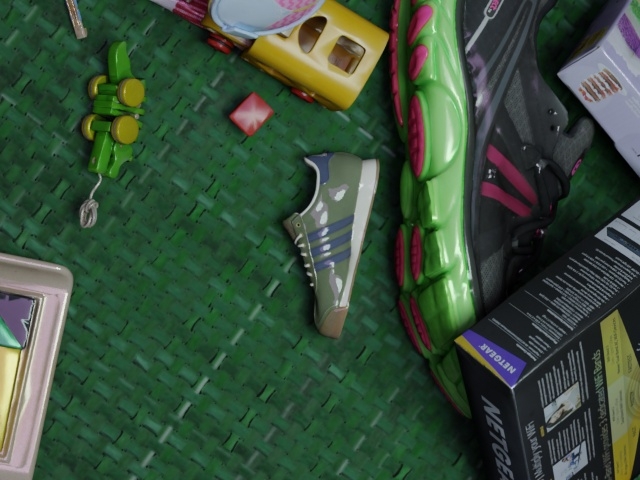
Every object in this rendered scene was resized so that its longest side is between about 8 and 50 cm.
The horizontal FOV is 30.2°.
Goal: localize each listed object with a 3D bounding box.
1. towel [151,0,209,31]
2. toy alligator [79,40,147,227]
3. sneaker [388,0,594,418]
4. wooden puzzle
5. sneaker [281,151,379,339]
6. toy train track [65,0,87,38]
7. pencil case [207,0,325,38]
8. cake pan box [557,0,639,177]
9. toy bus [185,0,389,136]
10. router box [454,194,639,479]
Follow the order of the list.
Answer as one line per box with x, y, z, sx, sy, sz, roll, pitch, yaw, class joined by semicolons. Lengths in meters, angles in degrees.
-0.141;-0.359;1.201;0.329;0.037;0.237;27;87;-10;towel
-0.204;-0.103;1.190;0.051;0.056;0.189;9;90;-51;toy alligator
0.182;-0.049;1.196;0.202;0.185;0.482;-2;95;-12;sneaker
-0.374;0.121;1.166;0.221;0.044;0.238;12;90;-11;wooden puzzle
0.000;0.000;1.226;0.086;0.064;0.192;13;89;-3;sneaker
-0.249;-0.245;1.192;0.048;0.014;0.083;-7;104;29;toy train track
-0.078;-0.324;1.092;0.124;0.113;0.273;-26;68;21;pencil case
0.386;-0.151;1.227;0.267;0.070;0.246;49;53;-10;cake pan box
-0.033;-0.210;1.165;0.202;0.104;0.191;-18;98;-10;toy bus
0.265;0.140;1.161;0.243;0.081;0.309;-36;138;-17;router box
